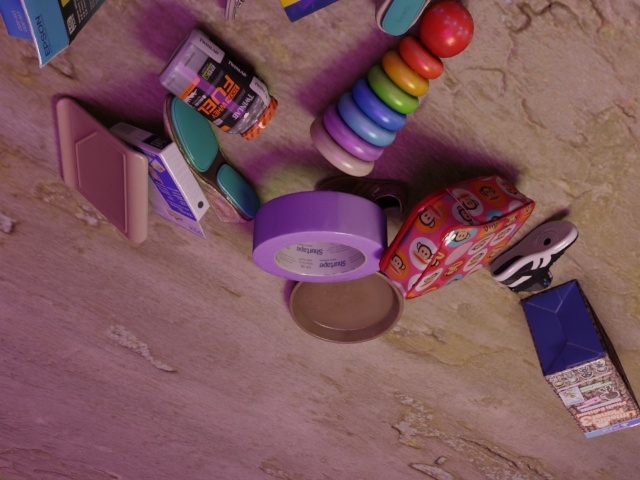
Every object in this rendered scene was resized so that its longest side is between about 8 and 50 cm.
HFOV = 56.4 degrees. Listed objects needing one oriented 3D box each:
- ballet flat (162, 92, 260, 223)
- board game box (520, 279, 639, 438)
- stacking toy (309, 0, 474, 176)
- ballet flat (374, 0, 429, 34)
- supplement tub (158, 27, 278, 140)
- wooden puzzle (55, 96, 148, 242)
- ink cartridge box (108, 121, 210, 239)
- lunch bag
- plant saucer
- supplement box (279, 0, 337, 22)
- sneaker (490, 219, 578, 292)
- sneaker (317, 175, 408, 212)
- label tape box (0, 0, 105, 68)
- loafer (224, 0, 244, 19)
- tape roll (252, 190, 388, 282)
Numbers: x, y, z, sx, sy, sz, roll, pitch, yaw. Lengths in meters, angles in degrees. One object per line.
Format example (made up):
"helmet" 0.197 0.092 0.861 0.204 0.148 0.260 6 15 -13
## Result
"ballet flat" -0.239 -0.145 1.173 0.106 0.107 0.316 -5 132 32
"board game box" 0.619 0.283 1.416 0.141 0.232 0.291 -26 126 23
"stacking toy" 0.129 -0.269 1.033 0.141 0.141 0.330 30 121 -22
"ballet flat" 0.160 -0.419 0.900 0.086 0.086 0.248 26 144 -19
"supplement tub" -0.175 -0.268 1.049 0.190 0.117 0.117 34 124 -24
"wooden puzzle" -0.418 -0.137 1.164 0.239 0.044 0.220 34 135 20
"ink cartridge box" -0.304 -0.116 1.155 0.206 0.045 0.208 24 146 41
"lunch bag" 0.262 0.005 1.179 0.293 0.120 0.258 -16 145 -39
"plant saucer" 0.062 0.150 1.452 0.278 0.041 0.277 1 132 1
"supplement box" -0.027 -0.515 0.777 0.194 0.195 0.356 -18 128 17
"sneaker" 0.496 0.041 1.321 0.121 0.079 0.217 29 134 -25
"sneaker" 0.085 -0.088 1.223 0.189 0.071 0.066 -2 131 4
"label tape box" -0.381 -0.412 0.780 0.115 0.347 0.249 0 131 3
"loafer" -0.130 -0.416 0.968 0.039 0.045 0.125 7 128 -12
"tape roll" 0.000 0.000 1.222 0.275 0.090 0.274 1 156 1
